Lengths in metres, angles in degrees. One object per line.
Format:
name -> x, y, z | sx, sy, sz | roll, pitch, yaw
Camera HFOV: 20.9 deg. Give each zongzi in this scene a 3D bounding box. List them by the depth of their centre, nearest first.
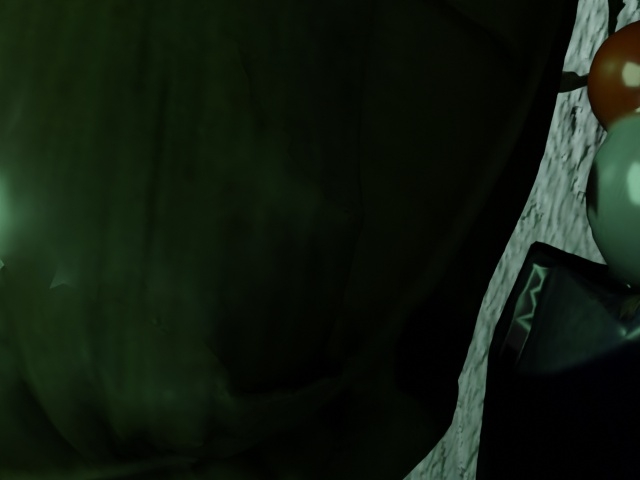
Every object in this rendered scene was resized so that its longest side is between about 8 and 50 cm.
zongzi -> 0.000, 0.000, 0.495 | 0.418, 0.181, 0.447 | 53, -143, -52

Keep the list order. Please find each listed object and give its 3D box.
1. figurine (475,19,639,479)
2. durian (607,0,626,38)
figurine -> 0.140, -0.046, 0.343 | 0.143, 0.308, 0.308 | 27, 105, 34
durian -> 0.140, -0.234, 0.493 | 0.158, 0.169, 0.352 | -145, 56, -60
